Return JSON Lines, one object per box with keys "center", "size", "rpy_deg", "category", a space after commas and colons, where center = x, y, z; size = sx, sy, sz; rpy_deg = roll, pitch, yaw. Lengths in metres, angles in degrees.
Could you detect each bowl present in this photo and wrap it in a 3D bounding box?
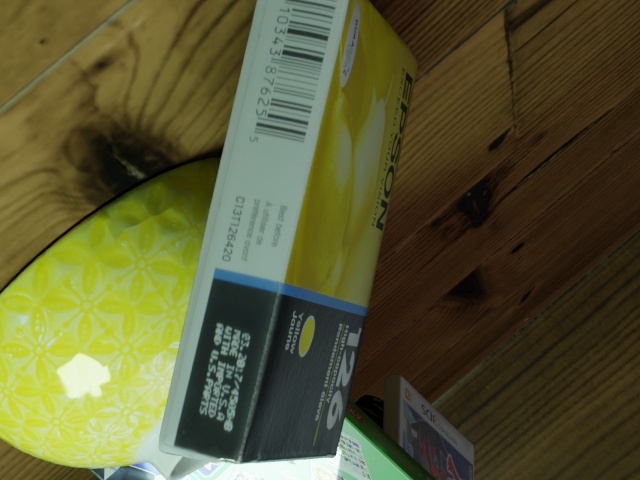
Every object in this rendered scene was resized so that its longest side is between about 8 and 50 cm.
{"center": [-0.117, 0.087, 1.147], "size": [0.289, 0.156, 0.289], "rpy_deg": [-38, 166, -11], "category": "bowl"}

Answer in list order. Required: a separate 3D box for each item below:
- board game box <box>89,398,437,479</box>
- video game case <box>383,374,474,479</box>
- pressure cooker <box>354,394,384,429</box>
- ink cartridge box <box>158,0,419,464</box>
{"center": [-0.055, 0.214, 1.385], "size": [0.213, 0.317, 0.046], "rpy_deg": [-44, -172, 16], "category": "board game box"}
{"center": [0.114, 0.265, 1.543], "size": [0.023, 0.201, 0.183], "rpy_deg": [-15, 142, 26], "category": "video game case"}
{"center": [-0.044, 0.360, 1.662], "size": [0.420, 0.370, 0.375], "rpy_deg": [-58, 135, -29], "category": "pressure cooker"}
{"center": [0.000, 0.000, 1.037], "size": [0.307, 0.072, 0.303], "rpy_deg": [20, 81, -72], "category": "ink cartridge box"}
